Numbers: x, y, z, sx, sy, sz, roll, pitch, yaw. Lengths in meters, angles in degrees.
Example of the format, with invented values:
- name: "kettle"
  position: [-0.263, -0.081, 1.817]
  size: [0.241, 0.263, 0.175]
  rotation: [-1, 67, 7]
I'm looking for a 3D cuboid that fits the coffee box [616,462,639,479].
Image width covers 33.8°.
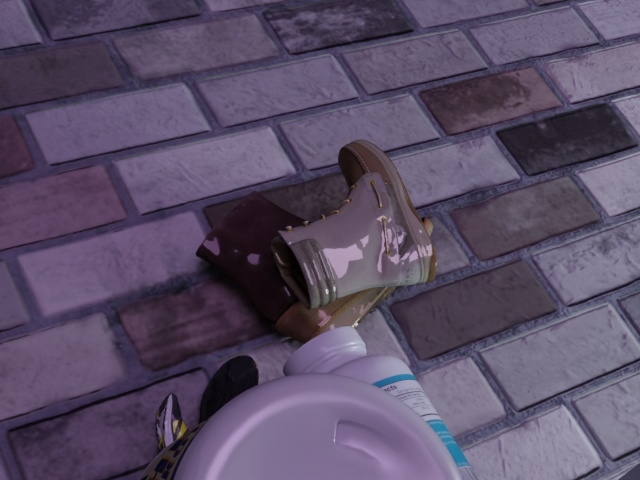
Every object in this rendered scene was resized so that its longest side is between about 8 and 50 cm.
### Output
- name: "coffee box"
  position: [0.352, 0.414, 0.920]
  size: [0.338, 0.334, 0.337]
  rotation: [39, 51, 9]

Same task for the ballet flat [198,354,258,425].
- name: "ballet flat"
  position: [-0.100, 0.196, 1.124]
  size: [0.057, 0.049, 0.173]
  rotation: [-3, 45, 17]

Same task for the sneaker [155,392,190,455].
- name: "sneaker"
  position: [-0.152, 0.202, 1.106]
  size: [0.035, 0.031, 0.083]
  rotation: [13, 55, -26]

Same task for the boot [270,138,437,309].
- name: "boot"
  position: [0.019, -0.022, 1.200]
  size: [0.165, 0.077, 0.213]
  rotation: [-14, 53, -16]

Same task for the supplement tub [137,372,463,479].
- name: "supplement tub"
  position: [-0.041, 0.254, 0.885]
  size: [0.235, 0.325, 0.235]
  rotation: [7, 69, -18]

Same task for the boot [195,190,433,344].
- name: "boot"
  position: [0.000, 0.000, 1.261]
  size: [0.207, 0.090, 0.248]
  rotation: [39, 56, 9]

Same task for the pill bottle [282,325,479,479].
- name: "pill bottle"
  position: [0.062, 0.221, 1.086]
  size: [0.146, 0.146, 0.264]
  rotation: [-18, 62, -29]
